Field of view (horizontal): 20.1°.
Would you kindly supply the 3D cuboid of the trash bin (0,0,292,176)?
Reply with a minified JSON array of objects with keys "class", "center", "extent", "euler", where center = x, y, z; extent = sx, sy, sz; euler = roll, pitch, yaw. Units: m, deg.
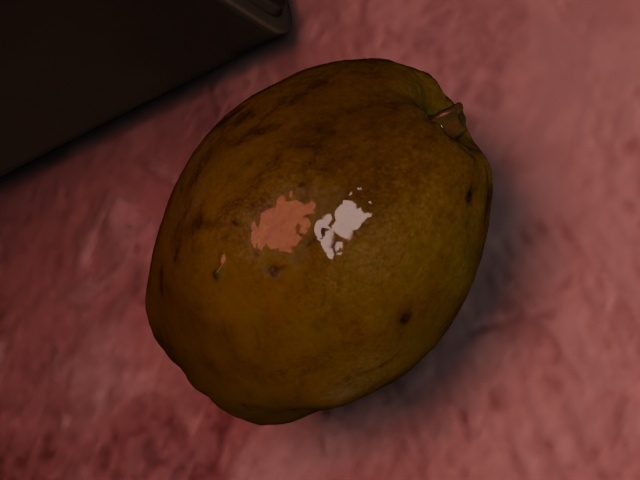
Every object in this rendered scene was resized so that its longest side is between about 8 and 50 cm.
[{"class":"trash bin","center":[-0.158,-0.101,0.712],"extent":[0.240,0.164,0.122],"euler":[-28,59,26]}]

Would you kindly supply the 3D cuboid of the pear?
[{"class":"pear","center":[0.000,0.000,0.601],"extent":[0.131,0.107,0.107],"euler":[-49,53,19]}]
